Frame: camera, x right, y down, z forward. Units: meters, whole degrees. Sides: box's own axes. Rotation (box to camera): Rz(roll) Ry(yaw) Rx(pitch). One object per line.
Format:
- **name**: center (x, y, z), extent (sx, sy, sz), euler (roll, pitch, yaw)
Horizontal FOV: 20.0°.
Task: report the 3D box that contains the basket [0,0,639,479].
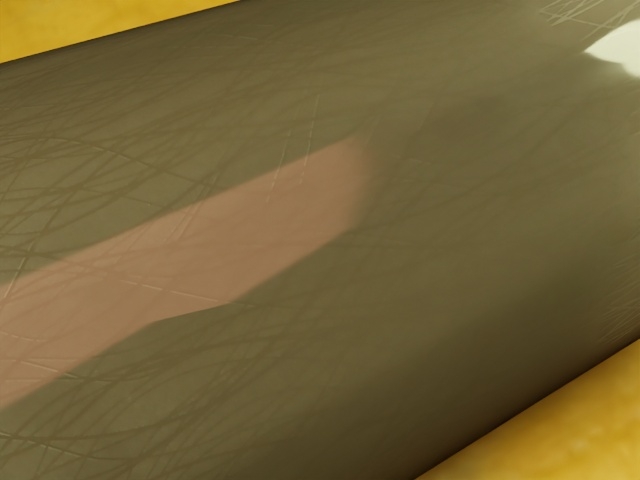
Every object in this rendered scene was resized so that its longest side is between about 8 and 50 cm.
- **basket**: center (0.000, 0.000, 0.565), extent (0.226, 0.154, 0.204), euler (-22, 61, -2)
